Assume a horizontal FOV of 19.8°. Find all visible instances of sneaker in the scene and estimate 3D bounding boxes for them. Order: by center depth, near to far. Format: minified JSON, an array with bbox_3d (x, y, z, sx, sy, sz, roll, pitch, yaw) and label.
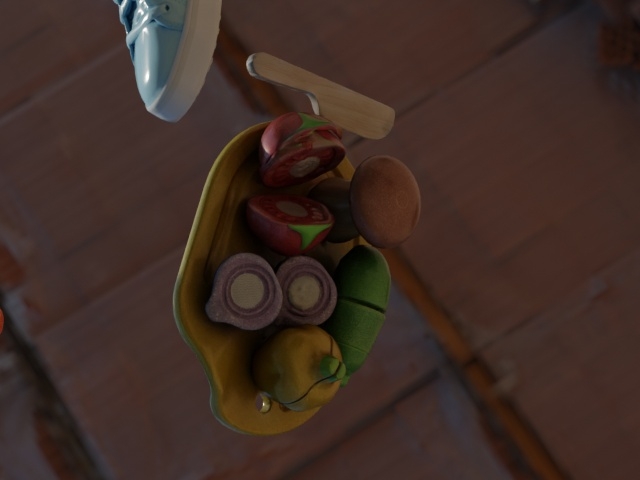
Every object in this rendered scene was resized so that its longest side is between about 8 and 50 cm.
[{"bbox_3d":[-0.189,-0.288,1.849,0.135,0.150,0.366,132,141,-53],"label":"sneaker"}]

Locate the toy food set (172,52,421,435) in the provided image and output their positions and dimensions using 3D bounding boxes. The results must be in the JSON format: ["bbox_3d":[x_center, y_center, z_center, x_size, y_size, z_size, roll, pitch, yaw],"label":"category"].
[{"bbox_3d":[0.000,0.000,0.998,0.071,0.218,0.128,-5,154,46],"label":"toy food set"}]

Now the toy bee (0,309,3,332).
[{"bbox_3d":[-0.190,0.088,0.741,0.195,0.162,0.298,22,120,45],"label":"toy bee"}]
